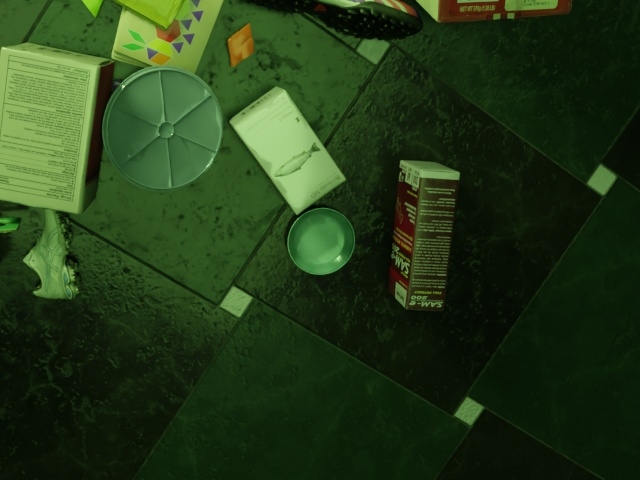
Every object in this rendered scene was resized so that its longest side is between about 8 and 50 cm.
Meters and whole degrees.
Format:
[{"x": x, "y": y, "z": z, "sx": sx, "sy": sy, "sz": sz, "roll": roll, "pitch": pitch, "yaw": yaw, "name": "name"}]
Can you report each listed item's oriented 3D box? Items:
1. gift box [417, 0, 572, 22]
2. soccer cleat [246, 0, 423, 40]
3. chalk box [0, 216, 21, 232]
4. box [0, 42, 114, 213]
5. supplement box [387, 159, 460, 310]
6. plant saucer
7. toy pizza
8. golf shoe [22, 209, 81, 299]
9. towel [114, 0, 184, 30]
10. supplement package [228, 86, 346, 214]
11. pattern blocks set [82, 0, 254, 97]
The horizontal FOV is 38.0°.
[{"x": 0.239, "y": -0.470, "z": 1.448, "sx": 0.255, "sy": 0.258, "sz": 0.276, "roll": -2, "pitch": 123, "yaw": -13, "name": "gift box"}, {"x": 0.026, "y": -0.410, "z": 1.495, "sx": 0.318, "sy": 0.109, "sz": 0.116, "roll": 12, "pitch": 77, "yaw": -19, "name": "soccer cleat"}, {"x": -0.608, "y": 0.003, "z": 1.420, "sx": 0.289, "sy": 0.180, "sz": 0.179, "roll": -20, "pitch": 106, "yaw": -8, "name": "chalk box"}, {"x": -0.413, "y": -0.174, "z": 1.429, "sx": 0.149, "sy": 0.127, "sz": 0.232, "roll": 11, "pitch": 104, "yaw": -5, "name": "box"}, {"x": 0.174, "y": -0.011, "z": 1.598, "sx": 0.073, "sy": 0.130, "sz": 0.239, "roll": 2, "pitch": 101, "yaw": -11, "name": "supplement box"}, {"x": 0.000, "y": 0.000, "z": 1.622, "sx": 0.119, "sy": 0.021, "sz": 0.119, "roll": -2, "pitch": 103, "yaw": -10, "name": "plant saucer"}, {"x": -0.251, "y": -0.178, "z": 1.483, "sx": 0.201, "sy": 0.032, "sz": 0.201, "roll": -8, "pitch": 106, "yaw": -27, "name": "toy pizza"}, {"x": -0.446, "y": 0.015, "z": 1.515, "sx": 0.086, "sy": 0.069, "sz": 0.176, "roll": -6, "pitch": 103, "yaw": -4, "name": "golf shoe"}, {"x": -0.317, "y": -0.427, "z": 1.432, "sx": 0.237, "sy": 0.021, "sz": 0.102, "roll": 29, "pitch": 96, "yaw": -16, "name": "towel"}, {"x": -0.056, "y": -0.150, "z": 1.533, "sx": 0.105, "sy": 0.105, "sz": 0.179, "roll": -37, "pitch": 107, "yaw": -2, "name": "supplement package"}, {"x": -0.244, "y": -0.353, "z": 1.489, "sx": 0.285, "sy": 0.026, "sz": 0.324, "roll": 29, "pitch": 96, "yaw": -16, "name": "pattern blocks set"}]
